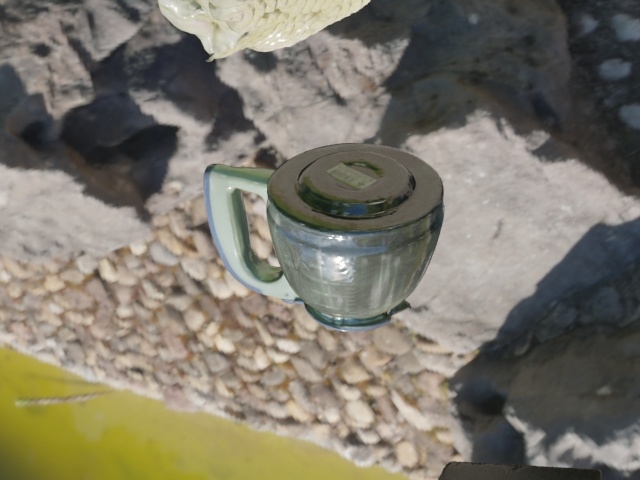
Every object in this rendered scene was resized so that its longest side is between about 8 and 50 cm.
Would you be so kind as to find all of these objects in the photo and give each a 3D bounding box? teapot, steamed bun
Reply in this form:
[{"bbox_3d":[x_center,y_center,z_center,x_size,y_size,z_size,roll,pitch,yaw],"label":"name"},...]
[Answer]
[{"bbox_3d":[0.003,0.005,0.693,0.149,0.111,0.108,-5,123,-6],"label":"teapot"},{"bbox_3d":[-0.061,-0.352,1.260,0.320,0.275,0.206,-23,85,68],"label":"steamed bun"}]

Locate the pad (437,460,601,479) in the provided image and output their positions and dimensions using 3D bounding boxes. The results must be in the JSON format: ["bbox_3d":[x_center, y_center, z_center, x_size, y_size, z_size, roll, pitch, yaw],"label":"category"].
[{"bbox_3d":[0.063,0.210,0.572,0.003,0.211,0.143,39,156,-19],"label":"pad"}]
